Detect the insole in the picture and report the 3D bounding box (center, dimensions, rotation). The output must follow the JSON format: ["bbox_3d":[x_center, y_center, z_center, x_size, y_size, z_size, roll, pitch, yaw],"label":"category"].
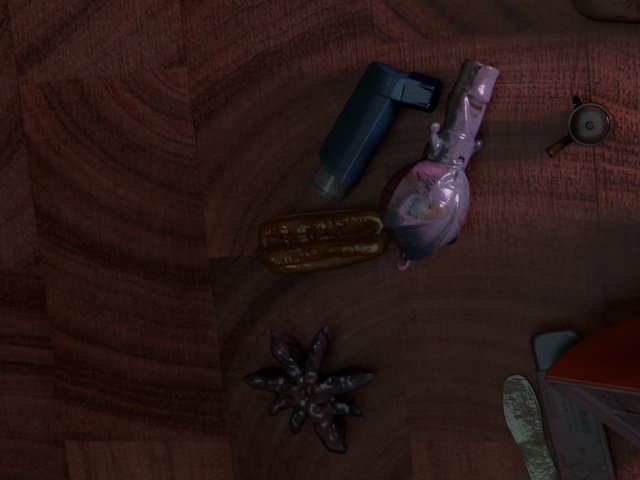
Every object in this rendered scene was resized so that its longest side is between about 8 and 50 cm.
[{"bbox_3d":[0.340,0.311,1.803,0.063,0.010,0.192,-17,93,19],"label":"insole"}]

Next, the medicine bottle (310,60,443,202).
[{"bbox_3d":[0.083,-0.174,1.769,0.124,0.079,0.258,36,107,9],"label":"medicine bottle"}]

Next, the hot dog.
[{"bbox_3d":[0.000,0.000,1.825,0.249,0.076,0.102,-8,84,20],"label":"hot dog"}]

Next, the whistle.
[{"bbox_3d":[0.187,-0.113,1.723,0.142,0.134,0.346,19,95,-19],"label":"whistle"}]

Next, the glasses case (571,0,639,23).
[{"bbox_3d":[0.568,-0.382,1.575,0.425,0.098,0.156,7,98,16],"label":"glasses case"}]

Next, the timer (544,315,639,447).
[{"bbox_3d":[0.495,0.231,1.611,0.257,0.161,0.250,34,150,-21],"label":"timer"}]

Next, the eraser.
[{"bbox_3d":[0.411,0.307,1.754,0.089,0.061,0.352,-12,95,20],"label":"eraser"}]

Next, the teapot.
[{"bbox_3d":[0.387,-0.172,1.674,0.110,0.080,0.085,-36,88,19],"label":"teapot"}]

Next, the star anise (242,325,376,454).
[{"bbox_3d":[-0.012,0.249,1.859,0.229,0.093,0.236,-20,91,20],"label":"star anise"}]
